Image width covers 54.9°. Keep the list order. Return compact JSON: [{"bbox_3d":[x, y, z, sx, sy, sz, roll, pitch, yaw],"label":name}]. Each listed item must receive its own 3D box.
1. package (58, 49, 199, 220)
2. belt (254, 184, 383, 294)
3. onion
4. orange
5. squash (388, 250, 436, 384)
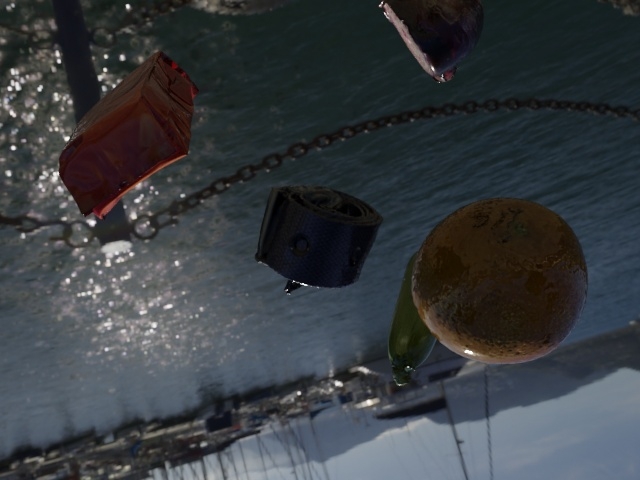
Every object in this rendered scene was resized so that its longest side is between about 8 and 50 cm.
[{"bbox_3d":[-0.318,-0.198,1.059,0.196,0.423,0.123,-33,118,12],"label":"package"},{"bbox_3d":[0.000,0.000,0.861,0.140,0.126,0.230,24,-166,12],"label":"belt"},{"bbox_3d":[0.208,-0.363,1.072,0.140,0.195,0.218,-40,138,5],"label":"onion"},{"bbox_3d":[0.280,0.063,0.973,0.274,0.274,0.274,-16,164,-4],"label":"orange"},{"bbox_3d":[0.204,0.144,1.284,0.101,0.101,0.378,-28,-158,36],"label":"squash"}]
